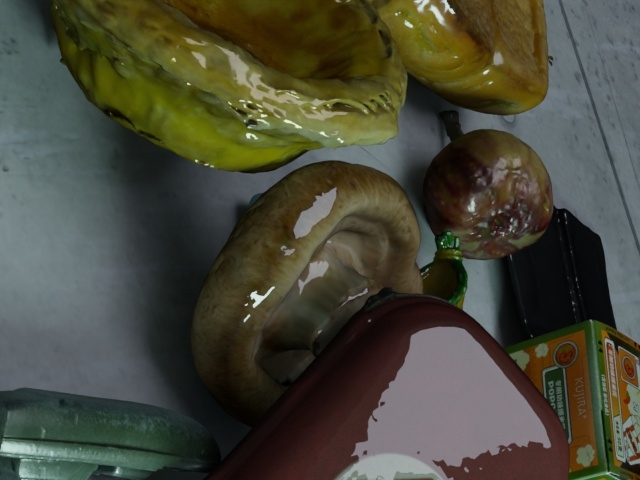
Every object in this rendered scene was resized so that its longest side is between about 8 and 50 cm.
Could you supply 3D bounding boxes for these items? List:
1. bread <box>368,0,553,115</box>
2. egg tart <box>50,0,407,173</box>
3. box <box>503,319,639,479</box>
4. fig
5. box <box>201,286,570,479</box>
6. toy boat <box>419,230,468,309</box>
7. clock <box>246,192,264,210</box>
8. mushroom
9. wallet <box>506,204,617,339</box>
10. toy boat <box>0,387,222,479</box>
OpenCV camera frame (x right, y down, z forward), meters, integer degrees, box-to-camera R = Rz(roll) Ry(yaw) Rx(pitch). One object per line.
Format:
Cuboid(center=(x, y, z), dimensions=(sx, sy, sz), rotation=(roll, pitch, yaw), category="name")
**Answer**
Cuboid(center=(0.149, -0.321, 1.963), dimensions=(0.328, 0.148, 0.337), rotation=(37, 42, -45), category="bread")
Cuboid(center=(-0.101, -0.182, 1.427), dimensions=(0.388, 0.169, 0.388), rotation=(26, 24, -13), category="egg tart")
Cuboid(center=(0.318, 0.225, 1.881), dimensions=(0.177, 0.148, 0.195), rotation=(33, 47, -43), category="box")
Cuboid(center=(0.198, -0.088, 1.891), dimensions=(0.160, 0.143, 0.230), rotation=(26, 51, -23), category="fig")
Cuboid(center=(0.036, 0.239, 1.335), dimensions=(0.263, 0.108, 0.404), rotation=(47, 70, -12), category="box")
Cuboid(center=(0.099, 0.062, 1.713), dimensions=(0.229, 0.089, 0.088), rotation=(-36, 116, -53), category="toy boat")
Cuboid(center=(0.000, -0.001, 1.600), dimensions=(0.147, 0.108, 0.045), rotation=(36, 68, -48), category="clock")
Cuboid(center=(-0.004, 0.054, 1.461), dimensions=(0.278, 0.146, 0.278), rotation=(-26, 130, -35), category="mushroom")
Cuboid(center=(0.317, 0.064, 2.070), dimensions=(0.323, 0.041, 0.247), rotation=(24, 53, -51), category="wallet")
Cuboid(center=(-0.174, 0.169, 1.276), dimensions=(0.260, 0.078, 0.085), rotation=(15, 83, -49), category="toy boat")
